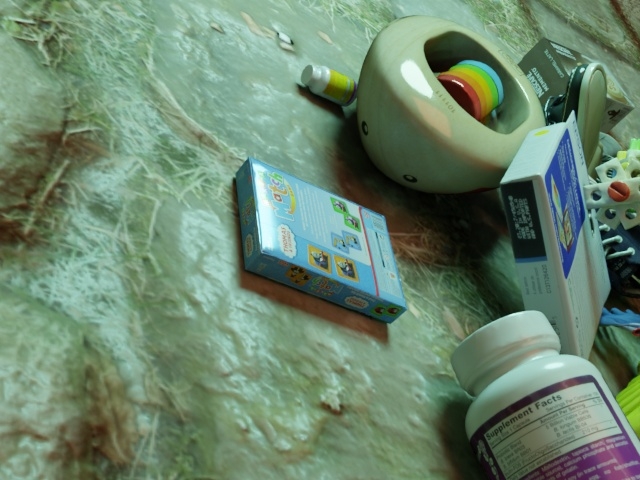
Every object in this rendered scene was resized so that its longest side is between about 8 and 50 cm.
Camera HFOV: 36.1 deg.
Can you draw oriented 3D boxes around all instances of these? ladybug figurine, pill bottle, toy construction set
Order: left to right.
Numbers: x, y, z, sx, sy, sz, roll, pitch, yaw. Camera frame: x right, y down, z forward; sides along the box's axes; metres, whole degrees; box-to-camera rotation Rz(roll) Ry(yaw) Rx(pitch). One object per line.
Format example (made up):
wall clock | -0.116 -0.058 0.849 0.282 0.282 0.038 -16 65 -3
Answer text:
pill bottle | 0.013 -0.230 1.448 0.083 0.043 0.043 19 40 -35
ladybug figurine | 0.192 -0.195 1.497 0.305 0.162 0.449 50 33 7
pill bottle | 0.263 0.235 1.083 0.169 0.169 0.301 7 48 -44
toy construction set | 0.525 -0.098 1.506 0.215 0.151 0.328 10 12 27

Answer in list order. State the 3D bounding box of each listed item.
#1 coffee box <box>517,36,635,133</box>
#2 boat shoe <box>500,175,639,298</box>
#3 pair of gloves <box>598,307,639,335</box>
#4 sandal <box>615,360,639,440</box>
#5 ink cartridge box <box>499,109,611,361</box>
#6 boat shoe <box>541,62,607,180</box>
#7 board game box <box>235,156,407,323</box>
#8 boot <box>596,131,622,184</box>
coffee box | 0.540 -0.324 2.088 0.246 0.098 0.141 9 47 -43
boat shoe | 0.446 -0.013 1.599 0.340 0.127 0.158 18 33 -36
pair of gloves | 0.510 0.127 1.498 0.198 0.023 0.159 0 8 -8
sandal | 0.514 0.235 1.410 0.138 0.126 0.317 55 35 9
ink cartridge box | 0.337 0.003 1.386 0.307 0.072 0.303 -48 125 -60
boat shoe | 0.410 -0.184 1.647 0.113 0.127 0.340 20 -17 23
board game box | 0.000 0.000 1.177 0.211 0.039 0.160 24 37 -30
boot | 0.543 -0.154 1.901 0.190 0.076 0.208 36 22 24
